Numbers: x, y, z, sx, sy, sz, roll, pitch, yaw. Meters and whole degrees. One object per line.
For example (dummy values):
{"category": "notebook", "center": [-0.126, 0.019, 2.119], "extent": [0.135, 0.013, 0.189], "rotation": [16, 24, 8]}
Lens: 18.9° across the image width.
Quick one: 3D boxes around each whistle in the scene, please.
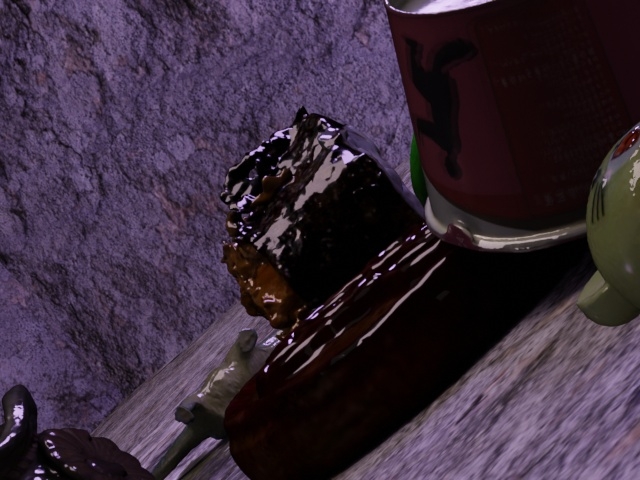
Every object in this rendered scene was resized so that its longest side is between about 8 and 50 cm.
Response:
{"category": "whistle", "center": [0.208, -0.030, 0.899], "extent": [0.131, 0.106, 0.288], "rotation": [-51, 6, -21]}

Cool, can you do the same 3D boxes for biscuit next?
{"category": "biscuit", "center": [0.079, 0.046, 1.586], "extent": [0.407, 0.091, 0.407], "rotation": [-42, 2, 2]}

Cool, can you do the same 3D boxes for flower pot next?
{"category": "flower pot", "center": [-0.288, 0.285, 1.725], "extent": [0.302, 0.213, 0.302], "rotation": [-43, 3, 2]}

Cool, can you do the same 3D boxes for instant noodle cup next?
{"category": "instant noodle cup", "center": [0.158, -0.123, 1.379], "extent": [0.234, 0.178, 0.235], "rotation": [-18, 23, 8]}

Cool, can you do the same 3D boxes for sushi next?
{"category": "sushi", "center": [0.000, 0.000, 1.945], "extent": [0.207, 0.234, 0.348], "rotation": [-42, -2, -3]}

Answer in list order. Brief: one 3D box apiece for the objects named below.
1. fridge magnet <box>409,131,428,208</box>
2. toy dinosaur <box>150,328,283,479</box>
{"category": "fridge magnet", "center": [0.168, -0.109, 1.948], "extent": [0.208, 0.088, 0.208], "rotation": [-28, -51, -40]}
{"category": "toy dinosaur", "center": [-0.096, 0.166, 2.192], "extent": [0.363, 0.076, 0.147], "rotation": [-47, -3, -8]}
